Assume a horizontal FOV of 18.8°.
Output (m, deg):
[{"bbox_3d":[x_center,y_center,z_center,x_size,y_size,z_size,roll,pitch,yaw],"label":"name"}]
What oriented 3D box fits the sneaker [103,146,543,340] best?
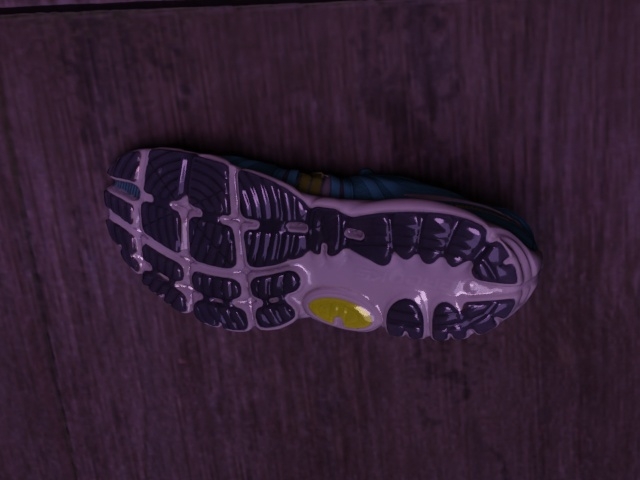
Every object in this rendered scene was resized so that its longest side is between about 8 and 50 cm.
[{"bbox_3d":[0.000,0.000,1.186,0.275,0.110,0.107,12,110,14],"label":"sneaker"}]
